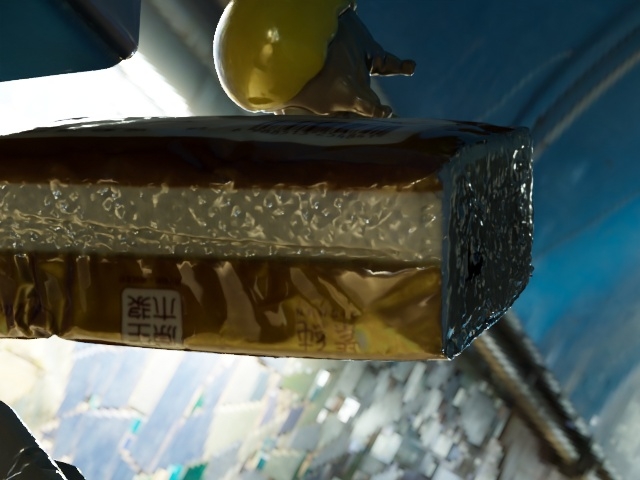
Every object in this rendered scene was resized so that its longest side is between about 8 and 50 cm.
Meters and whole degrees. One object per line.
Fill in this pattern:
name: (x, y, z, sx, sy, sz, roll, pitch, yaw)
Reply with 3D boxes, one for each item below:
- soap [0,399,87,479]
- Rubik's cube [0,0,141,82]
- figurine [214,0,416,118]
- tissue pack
soap: (-0.422, 0.436, 1.695, 0.213, 0.350, 0.435, 52, -14, -32)
Rubik's cube: (-0.258, -0.243, 0.578, 0.291, 0.291, 0.290, -5, -21, 18)
figurine: (0.020, -0.170, 1.595, 0.344, 0.187, 0.215, 47, 23, -19)
tissue pack: (-0.034, -0.009, 0.565, 0.226, 0.092, 0.183, -1, 6, 19)
